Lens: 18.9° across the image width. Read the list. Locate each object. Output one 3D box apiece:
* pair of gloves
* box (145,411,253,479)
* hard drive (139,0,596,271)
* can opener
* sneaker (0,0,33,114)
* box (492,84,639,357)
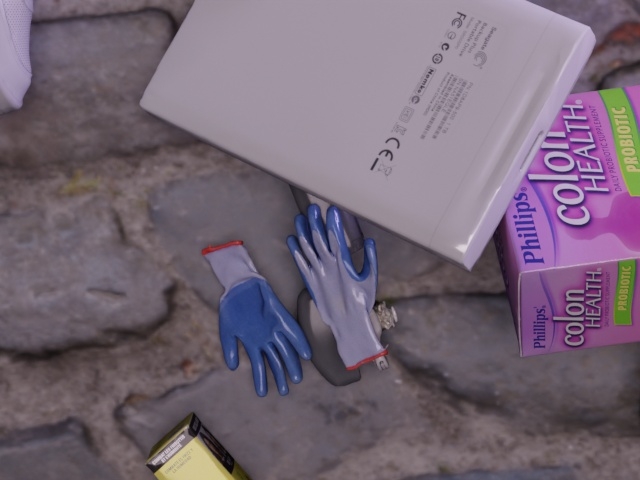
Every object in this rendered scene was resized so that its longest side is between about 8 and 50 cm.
[{"bbox_3d":[-0.022,0.057,1.783,0.198,0.023,0.159,-20,94,32],"label":"pair of gloves"},{"bbox_3d":[-0.067,0.271,1.811,0.058,0.087,0.232,-41,92,2],"label":"box"},{"bbox_3d":[0.036,-0.148,1.716,0.353,0.047,0.233,27,85,24],"label":"hard drive"},{"bbox_3d":[0.000,0.000,1.800,0.093,0.074,0.280,-18,93,1],"label":"can opener"},{"bbox_3d":[-0.248,-0.304,1.745,0.210,0.137,0.366,-7,90,2],"label":"sneaker"},{"bbox_3d":[0.278,-0.026,1.724,0.243,0.214,0.117,-8,137,0],"label":"box"}]
